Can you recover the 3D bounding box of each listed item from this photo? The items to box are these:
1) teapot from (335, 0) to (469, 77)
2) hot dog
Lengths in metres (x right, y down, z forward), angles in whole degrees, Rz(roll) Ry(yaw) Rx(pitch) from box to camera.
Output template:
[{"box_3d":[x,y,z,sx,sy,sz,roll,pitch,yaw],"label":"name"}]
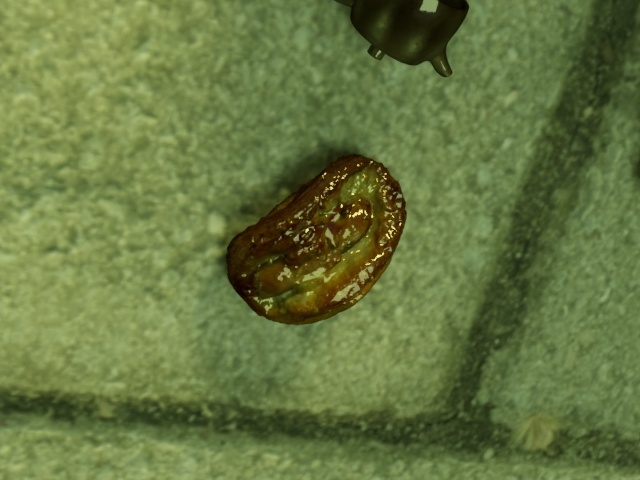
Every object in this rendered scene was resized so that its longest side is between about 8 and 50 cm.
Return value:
[{"box_3d":[0.050,-0.161,1.263,0.121,0.076,0.068,32,111,-9],"label":"teapot"},{"box_3d":[0.000,0.000,1.335,0.147,0.065,0.099,-35,118,-2],"label":"hot dog"}]
